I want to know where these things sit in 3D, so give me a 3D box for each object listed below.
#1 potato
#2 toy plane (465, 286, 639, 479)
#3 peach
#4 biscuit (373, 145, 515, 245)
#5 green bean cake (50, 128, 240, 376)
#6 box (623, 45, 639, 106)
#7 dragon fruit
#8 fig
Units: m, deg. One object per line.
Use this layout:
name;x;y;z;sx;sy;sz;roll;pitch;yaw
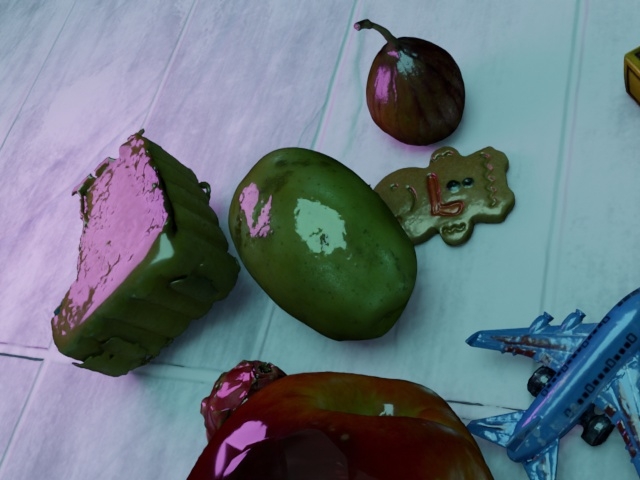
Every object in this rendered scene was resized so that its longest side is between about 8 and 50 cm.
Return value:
potato;-0.002;0.002;0.960;0.216;0.216;0.304;-37;56;3
toy plane;0.294;0.151;0.787;0.271;0.105;0.254;-44;53;-5
peach;0.007;0.313;0.710;0.335;0.310;0.406;24;74;32
biscuit;0.162;-0.062;1.028;0.226;0.036;0.166;-12;58;20
green bean cake;-0.277;0.029;1.107;0.285;0.202;0.310;-38;50;17
box;0.569;-0.228;0.891;0.301;0.084;0.192;-29;52;8
dragon fruit;-0.082;0.217;0.918;0.133;0.166;0.136;0;43;-26
fig;0.138;-0.245;1.073;0.148;0.202;0.149;-10;21;6
